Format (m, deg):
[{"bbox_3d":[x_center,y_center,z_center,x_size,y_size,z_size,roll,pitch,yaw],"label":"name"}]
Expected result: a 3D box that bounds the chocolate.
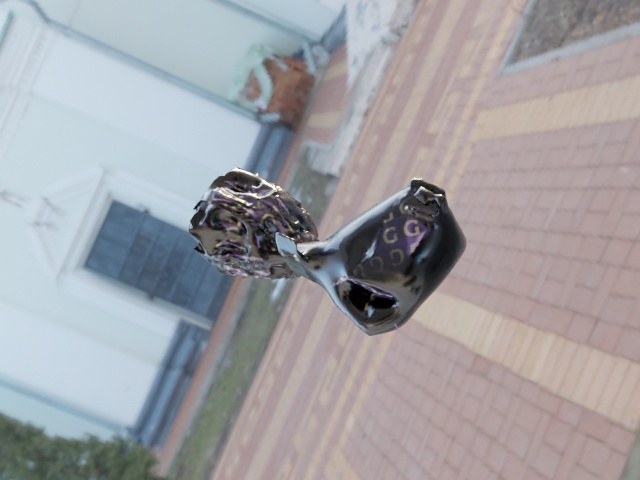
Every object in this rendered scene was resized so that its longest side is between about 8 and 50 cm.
[{"bbox_3d":[0.000,0.003,0.496,0.147,0.070,0.072,13,112,51],"label":"chocolate"}]
